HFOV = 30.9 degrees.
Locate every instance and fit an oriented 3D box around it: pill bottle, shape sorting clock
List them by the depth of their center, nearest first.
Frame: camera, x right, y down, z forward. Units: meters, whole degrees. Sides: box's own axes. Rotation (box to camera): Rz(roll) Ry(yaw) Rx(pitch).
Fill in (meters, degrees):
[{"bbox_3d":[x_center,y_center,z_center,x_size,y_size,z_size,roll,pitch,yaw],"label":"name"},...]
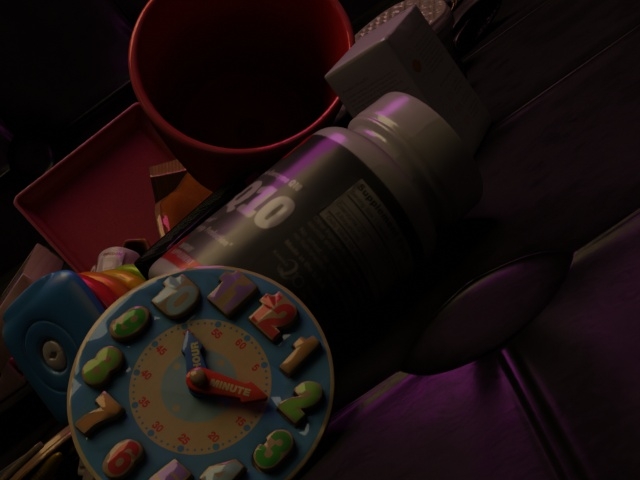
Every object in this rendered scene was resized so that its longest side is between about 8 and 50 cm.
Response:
[{"bbox_3d":[-0.092,0.110,0.880,0.206,0.206,0.040,-41,-25,-20],"label":"shape sorting clock"},{"bbox_3d":[0.000,0.000,1.051,0.283,0.161,0.161,-40,13,-16],"label":"pill bottle"}]

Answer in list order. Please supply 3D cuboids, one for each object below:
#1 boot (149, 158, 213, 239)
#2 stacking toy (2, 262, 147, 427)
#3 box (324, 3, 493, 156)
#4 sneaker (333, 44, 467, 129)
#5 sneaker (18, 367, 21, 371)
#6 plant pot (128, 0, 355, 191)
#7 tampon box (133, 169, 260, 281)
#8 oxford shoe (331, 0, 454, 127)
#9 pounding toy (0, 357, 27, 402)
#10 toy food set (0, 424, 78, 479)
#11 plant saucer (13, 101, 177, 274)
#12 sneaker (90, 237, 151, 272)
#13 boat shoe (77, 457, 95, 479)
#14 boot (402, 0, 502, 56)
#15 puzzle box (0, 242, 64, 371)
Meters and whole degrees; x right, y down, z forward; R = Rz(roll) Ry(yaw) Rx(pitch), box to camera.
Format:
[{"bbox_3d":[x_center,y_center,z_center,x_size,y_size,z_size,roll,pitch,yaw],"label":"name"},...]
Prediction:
[{"bbox_3d":[-0.133,-0.042,1.691,0.211,0.104,0.295,-11,42,-5],"label":"boot"},{"bbox_3d":[-0.228,0.087,1.448,0.175,0.165,0.302,-39,-6,38],"label":"stacking toy"},{"bbox_3d":[0.105,-0.162,1.329,0.091,0.170,0.130,-29,14,32],"label":"box"},{"bbox_3d":[0.084,-0.172,1.586,0.286,0.109,0.130,-41,7,-26],"label":"sneaker"},{"bbox_3d":[-0.402,0.156,1.753,0.136,0.116,0.314,-53,11,-4],"label":"sneaker"},{"bbox_3d":[-0.096,-0.184,1.486,0.275,0.275,0.243,-40,-13,-15],"label":"plant pot"},{"bbox_3d":[-0.116,0.016,1.390,0.161,0.120,0.101,-44,14,-30],"label":"tampon box"},{"bbox_3d":[0.036,-0.200,1.729,0.449,0.130,0.169,-37,40,-19],"label":"oxford shoe"},{"bbox_3d":[-0.526,0.175,1.865,0.100,0.141,0.130,-35,13,5],"label":"pounding toy"},{"bbox_3d":[-0.273,0.231,1.206,0.132,0.038,0.192,-43,-4,18],"label":"toy food set"},{"bbox_3d":[-0.291,-0.041,1.791,0.259,0.258,0.048,-42,-3,-20],"label":"plant saucer"},{"bbox_3d":[-0.300,0.083,1.586,0.106,0.123,0.290,0,23,12],"label":"sneaker"},{"bbox_3d":[-0.160,0.180,1.045,0.335,0.095,0.112,-160,86,-79],"label":"boat shoe"},{"bbox_3d":[0.175,-0.338,1.960,0.263,0.091,0.229,-51,26,-3],"label":"boot"},{"bbox_3d":[-0.499,0.201,1.625,0.409,0.052,0.272,-55,13,1],"label":"puzzle box"}]
